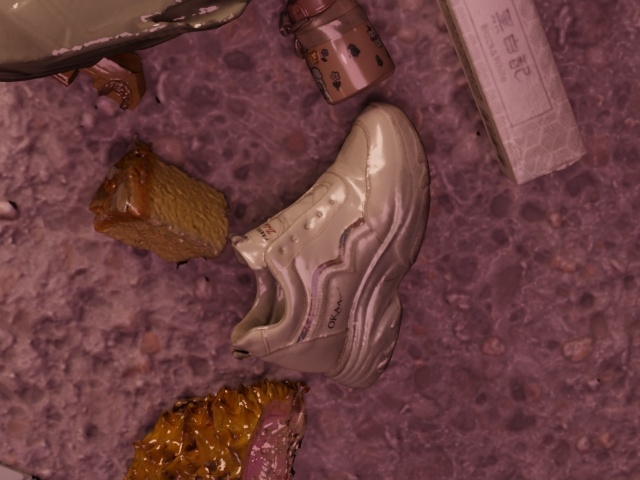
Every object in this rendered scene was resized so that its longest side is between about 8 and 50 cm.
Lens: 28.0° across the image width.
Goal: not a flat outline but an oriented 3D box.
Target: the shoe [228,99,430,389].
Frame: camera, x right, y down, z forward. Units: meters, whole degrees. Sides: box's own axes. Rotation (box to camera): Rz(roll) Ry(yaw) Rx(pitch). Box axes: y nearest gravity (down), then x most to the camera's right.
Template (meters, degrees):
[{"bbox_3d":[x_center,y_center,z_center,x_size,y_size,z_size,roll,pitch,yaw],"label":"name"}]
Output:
[{"bbox_3d":[0.000,0.000,1.482,0.210,0.132,0.342,8,99,-23],"label":"shoe"}]

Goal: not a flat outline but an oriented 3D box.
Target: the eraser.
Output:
[{"bbox_3d":[0.190,-0.268,1.466,0.096,0.098,0.404,-22,109,1],"label":"eraser"}]

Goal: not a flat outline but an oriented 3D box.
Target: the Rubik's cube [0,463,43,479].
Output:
[{"bbox_3d":[-0.354,0.429,1.619,0.229,0.233,0.228,7,155,29],"label":"Rubik's cube"}]

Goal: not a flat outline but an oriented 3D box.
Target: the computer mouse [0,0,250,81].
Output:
[{"bbox_3d":[-0.229,-0.305,1.385,0.429,0.145,0.228,-18,91,-8],"label":"computer mouse"}]

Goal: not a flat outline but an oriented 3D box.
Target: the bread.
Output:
[{"bbox_3d":[-0.189,-0.025,1.491,0.147,0.152,0.127,30,104,-22],"label":"bread"}]

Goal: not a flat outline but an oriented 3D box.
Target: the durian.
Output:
[{"bbox_3d":[-0.154,0.308,1.602,0.196,0.185,0.305,16,98,16],"label":"durian"}]

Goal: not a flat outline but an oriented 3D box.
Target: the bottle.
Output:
[{"bbox_3d":[0.012,-0.239,1.468,0.099,0.099,0.152,-29,101,5],"label":"bottle"}]

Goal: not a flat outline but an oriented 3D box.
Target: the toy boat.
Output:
[{"bbox_3d":[-0.292,-0.219,1.464,0.206,0.064,0.072,34,121,-10],"label":"toy boat"}]
